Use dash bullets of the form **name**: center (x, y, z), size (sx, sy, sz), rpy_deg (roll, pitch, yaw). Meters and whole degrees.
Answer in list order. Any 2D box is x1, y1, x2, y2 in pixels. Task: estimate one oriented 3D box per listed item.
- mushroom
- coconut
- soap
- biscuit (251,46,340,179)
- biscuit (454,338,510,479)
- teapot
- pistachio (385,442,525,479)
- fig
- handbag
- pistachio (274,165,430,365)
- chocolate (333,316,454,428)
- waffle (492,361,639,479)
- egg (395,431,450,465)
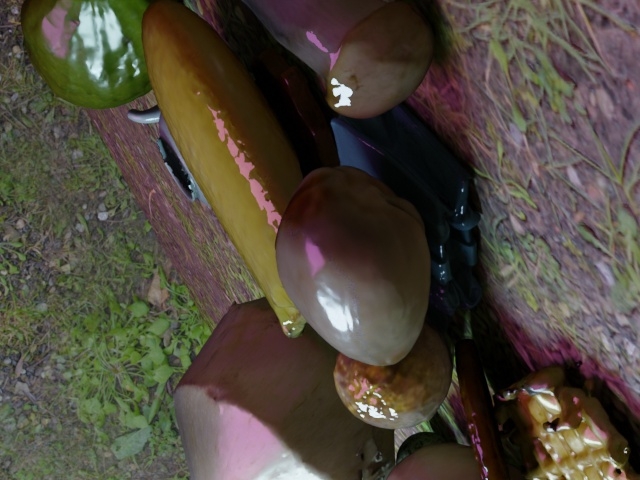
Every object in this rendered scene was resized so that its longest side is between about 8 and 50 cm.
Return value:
- **mushroom**: center (-0.031, -0.244, 1.005), size (0.328, 0.122, 0.159), rpy_deg (52, 174, 26)
- **coconut**: center (-0.044, 0.252, 1.641), size (0.352, 0.352, 0.352), rpy_deg (54, 166, 20)
- **soap**: center (-0.097, -0.097, 1.423), size (0.427, 0.115, 0.306), rpy_deg (59, 173, 8)
- **biscuit**: center (-0.025, -0.143, 1.378), size (0.182, 0.034, 0.215), rpy_deg (56, 168, 19)
- **biscuit**: center (0.173, 0.197, 1.252), size (0.188, 0.027, 0.188), rpy_deg (-14, -90, -82)
- **teapot**: center (-0.160, -0.130, 1.689), size (0.294, 0.129, 0.193), rpy_deg (50, 165, 35)
- **pistachio**: center (0.166, 0.343, 1.429), size (0.187, 0.187, 0.299), rpy_deg (59, 162, 1)
- **fig**: center (-0.286, -0.296, 1.619), size (0.314, 0.233, 0.233), rpy_deg (11, 132, 59)
- **handbag**: center (0.091, -0.023, 1.165), size (0.179, 0.062, 0.229), rpy_deg (49, 164, 32)
- **pistachio**: center (0.031, 0.024, 1.086), size (0.144, 0.144, 0.215), rpy_deg (45, 157, 44)
- **chocolate**: center (0.086, 0.137, 1.296), size (0.134, 0.134, 0.309), rpy_deg (59, -177, 1)
- **waffle**: center (0.250, 0.228, 1.146), size (0.262, 0.060, 0.280), rpy_deg (41, 158, 52)
- **egg**: center (0.147, 0.309, 1.637), size (0.085, 0.085, 0.110), rpy_deg (57, 176, 8)
